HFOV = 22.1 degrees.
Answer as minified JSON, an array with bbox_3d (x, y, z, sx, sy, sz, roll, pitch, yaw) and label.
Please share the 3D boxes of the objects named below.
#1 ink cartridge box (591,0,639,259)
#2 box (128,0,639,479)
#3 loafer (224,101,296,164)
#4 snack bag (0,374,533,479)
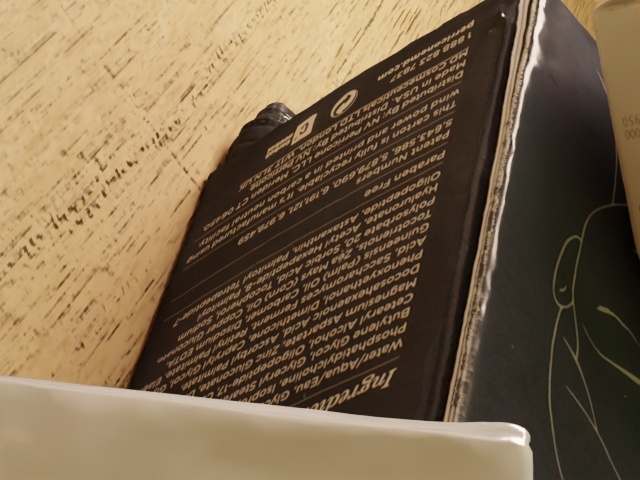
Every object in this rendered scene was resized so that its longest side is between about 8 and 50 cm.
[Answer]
[{"bbox_3d":[0.297,0.037,0.986,0.308,0.091,0.385,-9,91,-55],"label":"ink cartridge box"},{"bbox_3d":[0.133,0.198,0.954,0.480,0.297,0.472,44,36,-23],"label":"box"},{"bbox_3d":[0.000,0.000,1.186,0.223,0.076,0.078,65,35,-35],"label":"loafer"},{"bbox_3d":[-0.078,0.182,0.571,0.037,0.323,0.342,89,9,-50],"label":"snack bag"}]
